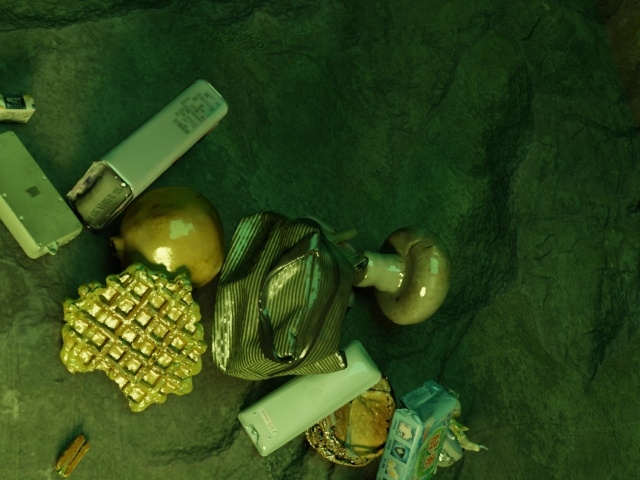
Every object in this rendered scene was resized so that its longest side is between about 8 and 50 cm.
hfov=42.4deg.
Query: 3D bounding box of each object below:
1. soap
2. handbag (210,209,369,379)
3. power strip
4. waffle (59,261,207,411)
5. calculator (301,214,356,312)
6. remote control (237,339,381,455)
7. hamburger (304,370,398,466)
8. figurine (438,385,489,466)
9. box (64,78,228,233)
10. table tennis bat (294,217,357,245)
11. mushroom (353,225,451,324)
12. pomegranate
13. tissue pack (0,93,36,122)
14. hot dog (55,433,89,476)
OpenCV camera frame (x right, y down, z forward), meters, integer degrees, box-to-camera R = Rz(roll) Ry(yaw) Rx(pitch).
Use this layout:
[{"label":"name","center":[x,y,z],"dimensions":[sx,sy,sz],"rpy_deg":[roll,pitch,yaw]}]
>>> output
[{"label":"soap","center":[0.198,0.438,1.749],"dimensions":[0.077,0.293,0.156],"rpy_deg":[28,32,30]},{"label":"handbag","center":[-0.062,0.117,1.630],"dimensions":[0.247,0.240,0.340],"rpy_deg":[27,72,-49]},{"label":"power strip","center":[-0.564,-0.088,1.561],"dimensions":[0.270,0.046,0.118],"rpy_deg":[53,42,1]},{"label":"waffle","center":[-0.342,0.178,1.506],"dimensions":[0.291,0.051,0.291],"rpy_deg":[-2,101,-12]},{"label":"calculator","center":[-0.008,0.081,1.924],"dimensions":[0.220,0.048,0.329],"rpy_deg":[38,44,-14]},{"label":"remote control","center":[-0.019,0.313,1.668],"dimensions":[0.293,0.051,0.103],"rpy_deg":[-31,74,-13]},{"label":"hamburger","center":[0.064,0.371,1.766],"dimensions":[0.231,0.107,0.231],"rpy_deg":[21,56,-34]},{"label":"figurine","center":[0.287,0.435,1.903],"dimensions":[0.208,0.128,0.184],"rpy_deg":[41,43,-25]},{"label":"box","center":[-0.354,-0.179,1.691],"dimensions":[0.112,0.190,0.369],"rpy_deg":[46,44,-8]},{"label":"table tennis bat","center":[0.000,0.000,1.942],"dimensions":[0.246,0.022,0.138],"rpy_deg":[-15,71,-47]},{"label":"mushroom","center":[0.183,0.074,1.955],"dimensions":[0.243,0.243,0.243],"rpy_deg":[20,54,-30]},{"label":"pomegranate","center":[-0.289,0.002,1.615],"dimensions":[0.233,0.233,0.233],"rpy_deg":[20,54,-30]},{"label":"tissue pack","center":[-0.609,-0.258,1.614],"dimensions":[0.083,0.062,0.042],"rpy_deg":[-8,76,-42]},{"label":"hot dog","center":[-0.428,0.370,1.416],"dimensions":[0.037,0.021,0.083],"rpy_deg":[62,38,-22]}]
